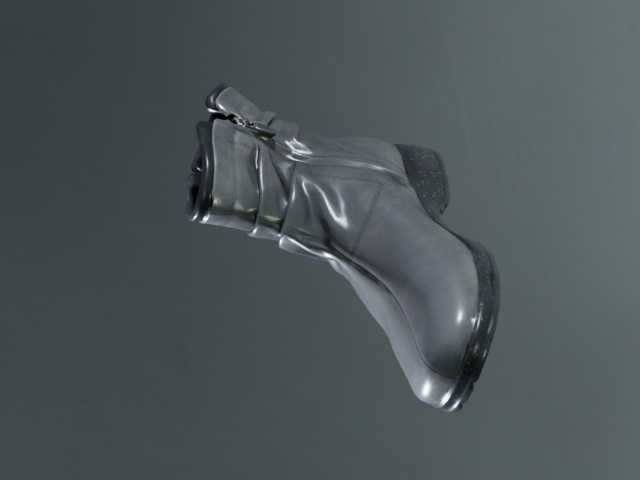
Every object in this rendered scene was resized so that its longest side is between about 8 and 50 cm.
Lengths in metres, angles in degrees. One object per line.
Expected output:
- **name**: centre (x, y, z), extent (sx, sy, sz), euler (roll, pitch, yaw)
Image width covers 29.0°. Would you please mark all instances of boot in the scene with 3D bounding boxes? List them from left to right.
- **boot**: centre (0.000, 0.000, 0.967), extent (0.338, 0.223, 0.118), euler (-108, 38, -61)
